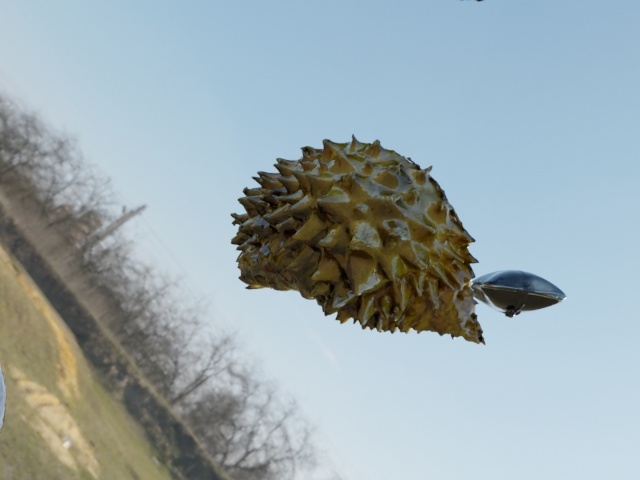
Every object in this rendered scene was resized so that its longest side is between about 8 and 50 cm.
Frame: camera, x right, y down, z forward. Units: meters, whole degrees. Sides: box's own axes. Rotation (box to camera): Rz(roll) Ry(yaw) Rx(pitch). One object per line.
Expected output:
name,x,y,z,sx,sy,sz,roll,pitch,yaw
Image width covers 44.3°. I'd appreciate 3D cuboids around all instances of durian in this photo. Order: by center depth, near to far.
durian,0.000,-0.001,0.776,0.341,0.112,0.191,13,-53,47

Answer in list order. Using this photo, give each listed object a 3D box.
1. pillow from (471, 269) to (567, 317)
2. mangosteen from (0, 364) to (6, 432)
pillow,0.225,0.059,0.923,0.136,0.091,0.055,34,39,-88
mangosteen,-0.521,0.180,0.910,0.311,0.311,0.311,47,-18,20
